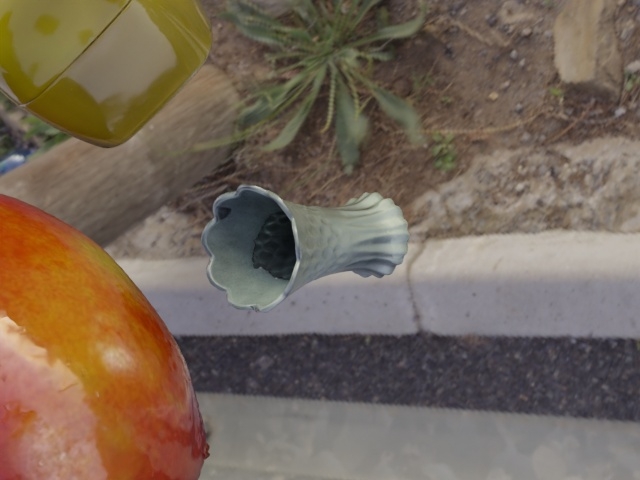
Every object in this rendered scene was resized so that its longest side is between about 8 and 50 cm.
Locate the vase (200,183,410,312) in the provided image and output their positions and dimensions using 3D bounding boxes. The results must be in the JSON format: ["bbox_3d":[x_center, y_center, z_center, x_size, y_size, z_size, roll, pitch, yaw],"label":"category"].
[{"bbox_3d":[0.000,0.000,0.661,0.081,0.148,0.081,4,97,38],"label":"vase"}]

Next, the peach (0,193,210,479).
[{"bbox_3d":[-0.165,0.086,0.532,0.226,0.190,0.196,45,123,5],"label":"peach"}]

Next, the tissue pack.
[{"bbox_3d":[-0.150,-0.148,0.573,0.123,0.178,0.127,-45,129,13],"label":"tissue pack"}]
